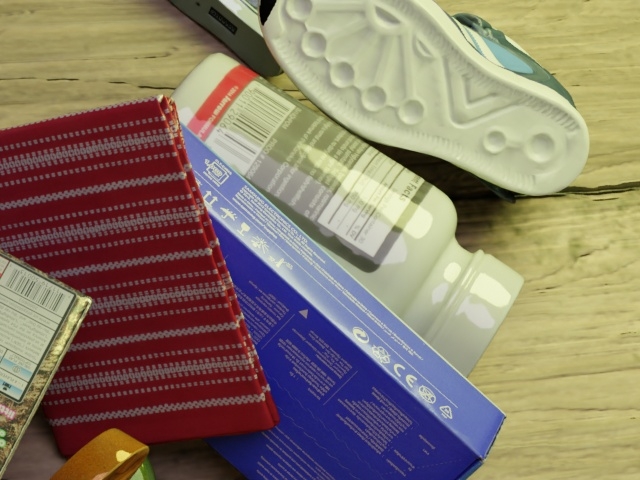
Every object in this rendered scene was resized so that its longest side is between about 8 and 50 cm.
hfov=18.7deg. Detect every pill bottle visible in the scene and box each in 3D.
[{"bbox_3d":[0.000,0.000,1.586,0.318,0.176,0.176,33,56,3],"label":"pill bottle"}]

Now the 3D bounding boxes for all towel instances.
[{"bbox_3d":[-0.153,0.033,1.450,0.031,0.198,0.275,-49,125,-60],"label":"towel"}]

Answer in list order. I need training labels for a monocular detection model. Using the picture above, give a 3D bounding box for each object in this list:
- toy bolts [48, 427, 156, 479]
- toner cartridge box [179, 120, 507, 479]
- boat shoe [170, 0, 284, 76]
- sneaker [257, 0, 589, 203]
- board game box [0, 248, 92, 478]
[{"bbox_3d":[-0.156,0.265,1.374,0.158,0.218,0.228,44,72,9],"label":"toy bolts"},{"bbox_3d":[-0.042,0.083,1.493,0.348,0.165,0.075,43,32,-2],"label":"toner cartridge box"},{"bbox_3d":[-0.079,-0.233,1.771,0.183,0.065,0.083,44,56,2],"label":"boat shoe"},{"bbox_3d":[0.080,-0.155,1.702,0.322,0.130,0.236,28,11,-13],"label":"sneaker"},{"bbox_3d":[-0.331,0.124,1.336,0.232,0.141,0.291,29,51,-6],"label":"board game box"}]
